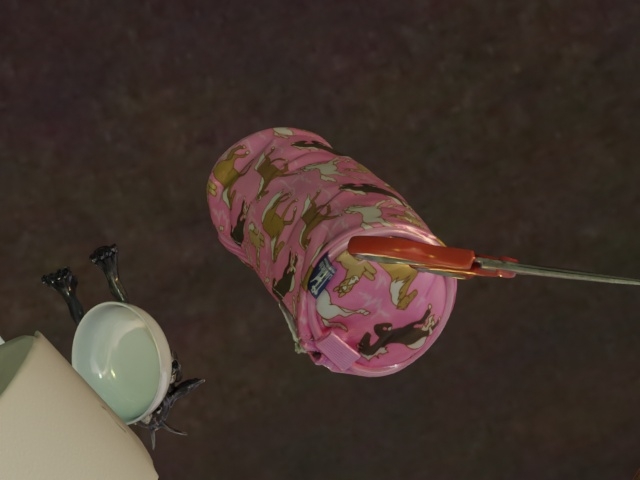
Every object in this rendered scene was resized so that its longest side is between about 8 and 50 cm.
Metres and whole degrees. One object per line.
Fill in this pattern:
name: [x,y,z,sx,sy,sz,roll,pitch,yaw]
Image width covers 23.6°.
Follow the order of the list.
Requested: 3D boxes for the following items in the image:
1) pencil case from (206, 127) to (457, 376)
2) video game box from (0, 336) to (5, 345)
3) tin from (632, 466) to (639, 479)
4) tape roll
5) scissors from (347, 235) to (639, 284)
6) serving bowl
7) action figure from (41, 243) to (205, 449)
pencil case: [0.000,0.000,1.609,0.167,0.386,0.160,-1,110,-19]
video game box: [-0.429,0.172,1.934,0.048,0.187,0.205,-37,-178,-30]
tin: [0.233,0.187,0.950,0.040,0.106,0.189,-45,160,-36]
tape roll: [-0.221,0.179,0.803,0.286,0.100,0.286,-39,-169,9]
scissors: [0.120,0.018,1.151,0.109,0.021,0.297,16,176,-24]
serving bowl: [-0.129,0.081,1.029,0.083,0.083,0.027,-33,164,33]
action figure: [-0.258,0.153,1.957,0.164,0.275,0.141,-23,-171,10]
